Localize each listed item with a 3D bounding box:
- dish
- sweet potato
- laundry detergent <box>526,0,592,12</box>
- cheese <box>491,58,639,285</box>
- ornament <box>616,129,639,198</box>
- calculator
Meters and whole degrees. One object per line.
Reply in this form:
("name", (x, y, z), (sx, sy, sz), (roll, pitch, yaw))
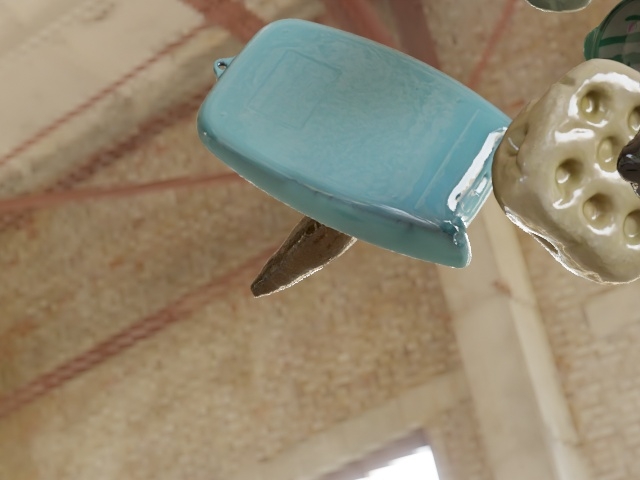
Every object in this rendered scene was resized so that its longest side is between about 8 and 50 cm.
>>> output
("dish", (0.459, -0.228, 2.321), (0.224, 0.078, 0.246), (4, -64, 23))
("sweet potato", (0.000, 0.000, 2.262), (0.077, 0.077, 0.243), (15, -55, -41))
("laundry detergent", (0.298, -0.414, 2.029), (0.105, 0.280, 0.215), (7, -41, 32))
("cheese", (0.279, -0.069, 1.867), (0.218, 0.235, 0.117), (-1, -5, -25))
("ornament", (0.434, -0.045, 1.597), (0.251, 0.106, 0.260), (39, -23, -27))
("calculator", (0.041, -0.129, 2.088), (0.386, 0.256, 0.054), (25, -31, 14))
